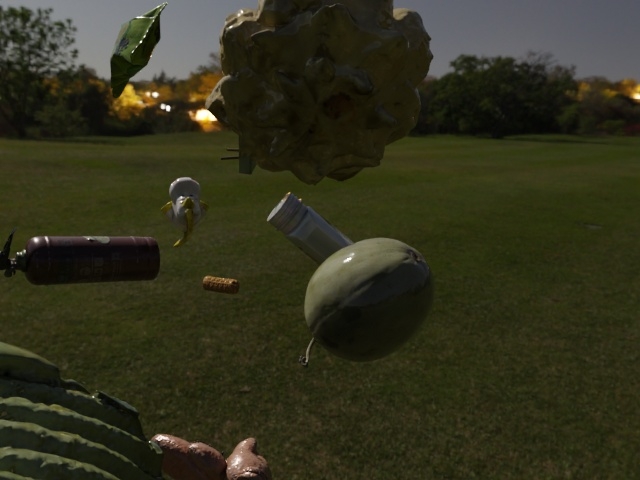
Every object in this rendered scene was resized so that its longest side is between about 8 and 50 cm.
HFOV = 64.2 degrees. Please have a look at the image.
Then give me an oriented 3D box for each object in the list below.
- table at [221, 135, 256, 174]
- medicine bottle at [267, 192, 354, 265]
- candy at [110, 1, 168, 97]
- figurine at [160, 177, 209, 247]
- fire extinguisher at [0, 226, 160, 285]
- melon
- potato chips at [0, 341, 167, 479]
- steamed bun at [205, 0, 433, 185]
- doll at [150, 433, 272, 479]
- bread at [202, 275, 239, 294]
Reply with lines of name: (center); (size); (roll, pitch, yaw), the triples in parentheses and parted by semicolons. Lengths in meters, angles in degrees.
table: (-0.258, -0.350, 1.632); (0.111, 0.240, 0.121); (9, 36, 5)
medicine bottle: (0.000, 0.000, 1.502); (0.324, 0.124, 0.179); (41, 2, -14)
candy: (-0.374, -0.386, 1.019); (0.069, 0.149, 0.246); (26, -16, -32)
figurine: (-0.294, -0.067, 1.130); (0.109, 0.130, 0.178); (3, -21, -20)
fire extinguisher: (-0.512, 0.028, 1.057); (0.344, 0.138, 0.102); (1, 42, -39)
melon: (0.103, 0.132, 1.123); (0.308, 0.272, 0.272); (-15, 1, 32)
potato chips: (-0.291, 0.274, 0.580); (0.389, 0.097, 0.373); (44, -9, -21)
steamed bun: (-0.002, -0.171, 0.632); (0.295, 0.292, 0.137); (-7, 49, 2)
doll: (-0.237, 0.506, 1.171); (0.303, 0.201, 0.156); (21, 43, 16)
bread: (-0.339, 0.152, 1.732); (0.157, 0.052, 0.044); (4, -13, 33)
